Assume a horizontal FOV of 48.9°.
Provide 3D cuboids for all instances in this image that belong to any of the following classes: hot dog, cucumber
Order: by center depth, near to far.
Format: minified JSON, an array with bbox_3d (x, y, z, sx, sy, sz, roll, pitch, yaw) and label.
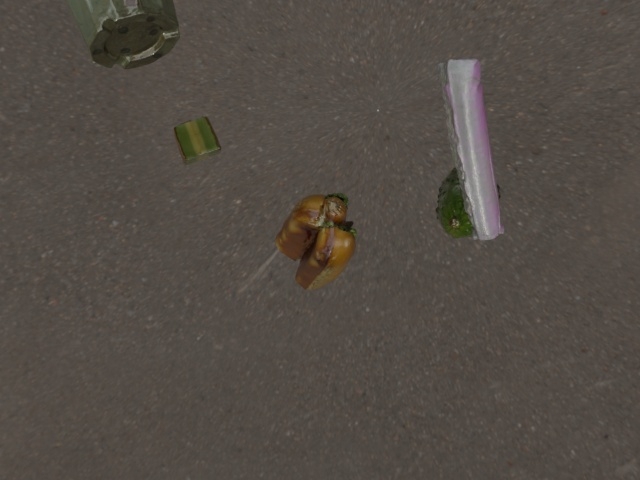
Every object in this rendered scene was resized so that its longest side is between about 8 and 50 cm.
[{"bbox_3d":[0.000,0.000,1.167,0.100,0.337,0.135,-26,82,-14],"label":"hot dog"},{"bbox_3d":[0.289,-0.066,1.420,0.134,0.244,0.134,6,110,17],"label":"cucumber"}]

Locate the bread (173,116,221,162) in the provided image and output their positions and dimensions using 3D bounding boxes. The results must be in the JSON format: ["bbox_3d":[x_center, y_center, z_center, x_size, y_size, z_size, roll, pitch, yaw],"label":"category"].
[{"bbox_3d":[-0.215,-0.155,1.279,0.074,0.139,0.084,-21,127,-9],"label":"bread"}]

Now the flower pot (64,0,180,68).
[{"bbox_3d":[-0.405,-0.506,1.413,0.290,0.290,0.259,-24,76,9],"label":"flower pot"}]

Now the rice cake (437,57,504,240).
[{"bbox_3d":[0.200,-0.113,0.917,0.055,0.049,0.270,-17,119,-2],"label":"rice cake"}]
